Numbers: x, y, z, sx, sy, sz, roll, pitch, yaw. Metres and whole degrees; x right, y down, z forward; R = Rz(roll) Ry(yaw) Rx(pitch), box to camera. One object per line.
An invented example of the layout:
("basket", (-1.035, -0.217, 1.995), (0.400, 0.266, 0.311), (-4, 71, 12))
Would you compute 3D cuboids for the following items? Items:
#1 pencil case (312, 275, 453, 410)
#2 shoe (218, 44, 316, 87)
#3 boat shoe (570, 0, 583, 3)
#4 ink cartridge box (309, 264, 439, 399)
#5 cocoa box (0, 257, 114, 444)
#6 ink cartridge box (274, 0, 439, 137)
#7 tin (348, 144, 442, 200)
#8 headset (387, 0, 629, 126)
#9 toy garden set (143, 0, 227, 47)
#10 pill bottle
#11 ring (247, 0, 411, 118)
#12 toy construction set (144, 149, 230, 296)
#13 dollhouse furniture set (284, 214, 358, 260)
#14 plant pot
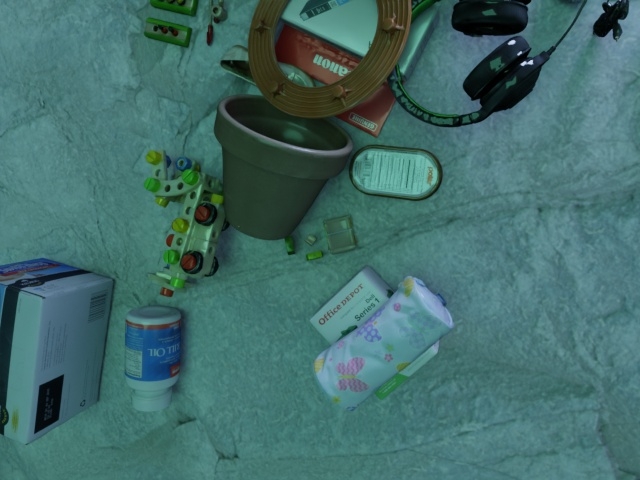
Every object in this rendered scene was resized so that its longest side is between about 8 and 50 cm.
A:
("pencil case", (0.111, 0.190, 0.915), (0.273, 0.113, 0.124), (-44, 74, 14))
("shoe", (-0.112, -0.338, 1.030), (0.219, 0.058, 0.077), (27, 129, 13))
("boat shoe", (0.466, -0.531, 0.847), (0.081, 0.079, 0.228), (24, 105, 8))
("ink cartridge box", (0.109, 0.184, 1.022), (0.219, 0.092, 0.160), (46, 105, 6))
("cocoa box", (-0.678, 0.243, 1.179), (0.227, 0.231, 0.347), (14, 100, 14))
("ink cartridge box", (0.043, -0.389, 0.991), (0.296, 0.066, 0.261), (29, 102, 11))
("tin", (0.150, -0.136, 1.006), (0.189, 0.040, 0.106), (8, 102, 15))
("headset", (0.313, -0.342, 0.871), (0.393, 0.185, 0.244), (-11, 96, 21))
("toy garden set", (-0.275, -0.547, 1.072), (0.203, 0.049, 0.244), (18, 101, 13))
("pill bottle", (-0.390, 0.273, 1.158), (0.124, 0.124, 0.222), (6, 99, 15))
("ring", (0.001, -0.393, 0.916), (0.336, 0.032, 0.337), (-2, 85, 28))
("toy construction set", (-0.303, -0.024, 1.079), (0.214, 0.151, 0.328), (13, 100, 24))
("dollhouse furniture set", (0.000, 0.000, 1.069), (0.151, 0.058, 0.076), (-13, 85, -2))
("plant pot", (-0.092, -0.133, 0.987), (0.263, 0.263, 0.229), (26, 121, 12))
